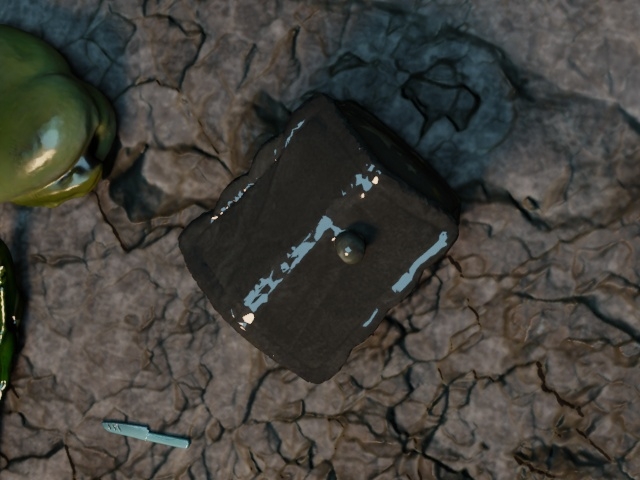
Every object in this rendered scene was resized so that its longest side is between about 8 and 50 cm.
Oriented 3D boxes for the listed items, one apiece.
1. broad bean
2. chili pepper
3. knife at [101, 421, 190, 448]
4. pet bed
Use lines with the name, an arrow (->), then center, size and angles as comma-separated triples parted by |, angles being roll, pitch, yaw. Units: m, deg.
broad bean -> -0.295, -0.109, 1.636 | 0.228, 0.100, 0.169 | 35, 97, 21
chili pepper -> -0.339, 0.156, 1.691 | 0.085, 0.076, 0.359 | 9, 105, -5
knife -> -0.166, 0.183, 1.683 | 0.091, 0.005, 0.014 | 10, 101, 14
pet bed -> 0.000, 0.000, 1.532 | 0.183, 0.159, 0.211 | 45, 105, 5
